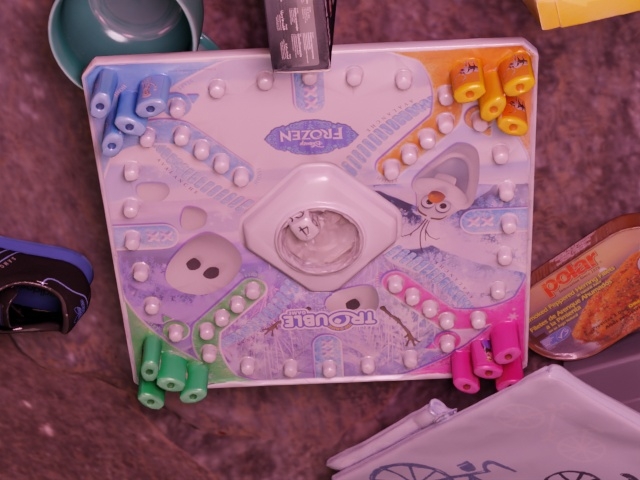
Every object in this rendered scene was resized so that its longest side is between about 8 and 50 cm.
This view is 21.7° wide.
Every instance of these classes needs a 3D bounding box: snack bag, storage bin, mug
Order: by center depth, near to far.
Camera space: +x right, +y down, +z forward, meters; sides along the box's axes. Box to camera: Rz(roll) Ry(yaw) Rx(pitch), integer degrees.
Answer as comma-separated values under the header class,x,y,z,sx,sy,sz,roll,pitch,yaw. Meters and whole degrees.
class,x,y,z,sx,sy,sz,roll,pitch,yaw
mug,-0.162,-0.188,1.469,0.129,0.097,0.157,-18,121,14
storage bin,0.305,0.150,1.670,0.135,0.098,0.091,-18,110,15
snack bag,0.228,0.235,1.672,0.323,0.037,0.342,29,140,-24

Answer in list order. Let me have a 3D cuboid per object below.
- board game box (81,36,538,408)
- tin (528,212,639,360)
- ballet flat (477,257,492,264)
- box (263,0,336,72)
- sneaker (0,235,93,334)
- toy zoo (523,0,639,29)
class,x,y,z,sx,sy,sz,roll,pitch,yaw
board game box,0.000,0.000,1.521,0.390,0.050,0.390,-3,129,1
tin,0.276,0.044,1.631,0.190,0.040,0.106,-34,119,23
ballet flat,0.094,0.017,1.617,0.188,0.070,0.070,-21,120,14
box,-0.022,-0.272,1.360,0.051,0.175,0.220,-4,122,5
sneaker,-0.341,0.042,1.634,0.232,0.090,0.081,5,123,0
toy zoo,0.270,-0.245,1.350,0.293,0.192,0.030,-12,122,10
